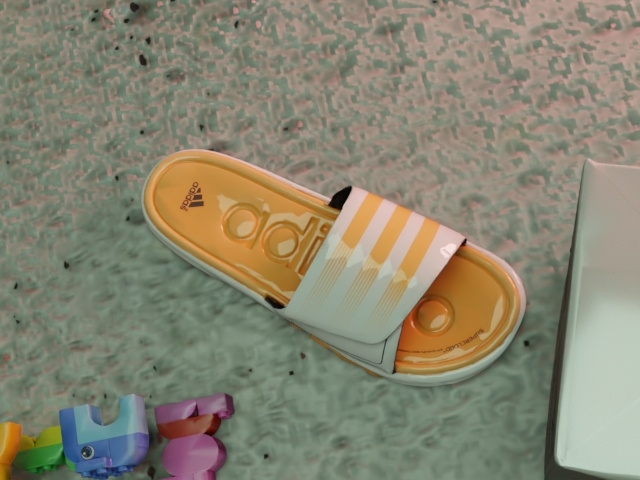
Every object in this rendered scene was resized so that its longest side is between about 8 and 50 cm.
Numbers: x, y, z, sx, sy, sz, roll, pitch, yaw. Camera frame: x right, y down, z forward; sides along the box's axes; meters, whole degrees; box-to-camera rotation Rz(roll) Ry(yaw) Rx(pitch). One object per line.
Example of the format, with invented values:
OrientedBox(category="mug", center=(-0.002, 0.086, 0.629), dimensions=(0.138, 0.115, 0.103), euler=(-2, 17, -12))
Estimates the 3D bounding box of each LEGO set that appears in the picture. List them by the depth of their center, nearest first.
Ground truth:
OrientedBox(category="LEGO set", center=(-0.166, 0.158, 0.692), dimensions=(0.227, 0.087, 0.093), euler=(-13, 73, 7))

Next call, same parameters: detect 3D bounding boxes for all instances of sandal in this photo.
OrientedBox(category="sandal", center=(-0.005, 0.009, 0.709), dimensions=(0.265, 0.076, 0.102), euler=(22, 80, 14))

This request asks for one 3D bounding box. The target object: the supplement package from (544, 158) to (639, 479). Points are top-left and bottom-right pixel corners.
OrientedBox(category="supplement package", center=(0.221, 0.066, 0.591), dimensions=(0.194, 0.203, 0.149), euler=(7, 77, 12))
